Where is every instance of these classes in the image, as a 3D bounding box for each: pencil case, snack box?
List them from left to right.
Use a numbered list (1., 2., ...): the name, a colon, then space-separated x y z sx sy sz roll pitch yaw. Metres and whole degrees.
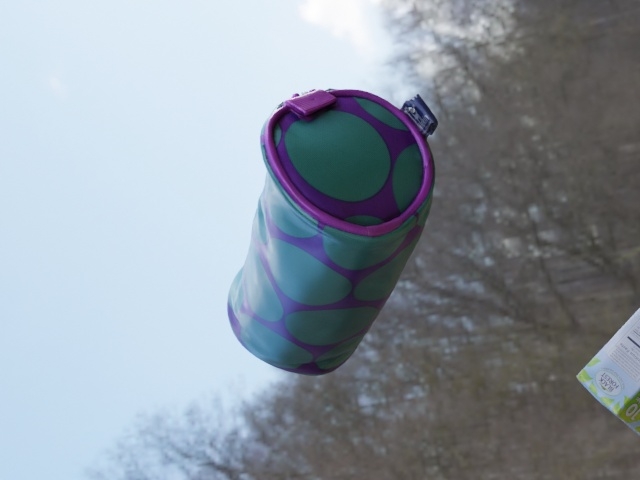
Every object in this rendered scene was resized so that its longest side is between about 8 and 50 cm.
1. pencil case: 0.000 0.000 0.483 0.151 0.065 0.070 110 141 -61
2. snack box: 0.210 0.071 0.658 0.141 0.100 0.037 36 -171 -46
